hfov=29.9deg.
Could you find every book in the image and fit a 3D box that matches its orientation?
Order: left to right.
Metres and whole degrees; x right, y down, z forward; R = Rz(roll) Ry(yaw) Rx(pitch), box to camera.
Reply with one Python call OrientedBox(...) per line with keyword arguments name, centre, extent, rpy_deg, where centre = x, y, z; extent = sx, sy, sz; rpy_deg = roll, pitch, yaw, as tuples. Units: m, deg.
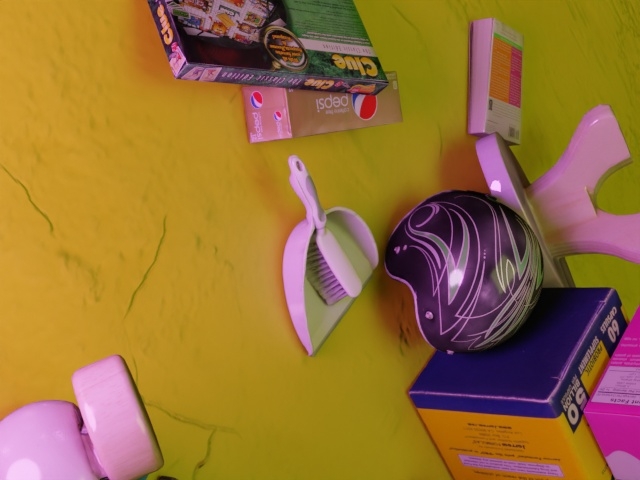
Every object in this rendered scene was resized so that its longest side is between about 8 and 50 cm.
OrientedBox(name="book", centre=(0.226, -0.199, 1.517), extent=(0.096, 0.035, 0.144), rpy_deg=(10, 81, -51))

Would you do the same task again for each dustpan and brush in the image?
OrientedBox(name="dustpan and brush", centre=(0.000, 0.000, 1.232), extent=(0.147, 0.060, 0.211), rpy_deg=(-52, 124, -36))

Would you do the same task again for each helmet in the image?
OrientedBox(name="helmet", centre=(0.167, 0.038, 1.334), extent=(0.169, 0.161, 0.169), rpy_deg=(-17, 132, -20))

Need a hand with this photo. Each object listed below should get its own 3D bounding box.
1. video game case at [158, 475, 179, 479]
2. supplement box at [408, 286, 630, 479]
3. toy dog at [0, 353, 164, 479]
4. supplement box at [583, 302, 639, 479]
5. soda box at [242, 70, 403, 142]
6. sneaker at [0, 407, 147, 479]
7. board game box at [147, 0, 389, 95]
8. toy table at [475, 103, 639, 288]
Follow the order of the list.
OrientedBox(name="video game case", centre=(-0.128, 0.382, 1.098), extent=(0.196, 0.026, 0.274), rpy_deg=(42, 59, -38))
OrientedBox(name="supplement box", centre=(0.293, 0.250, 1.446), extent=(0.194, 0.195, 0.356), rpy_deg=(-51, 124, -36))
OrientedBox(name="toy dog", centre=(-0.156, 0.236, 0.829), extent=(0.220, 0.161, 0.333), rpy_deg=(-2, 97, -7))
OrientedBox(name="supplement box", centre=(0.397, 0.156, 1.339), extent=(0.220, 0.114, 0.111), rpy_deg=(-51, 125, -35))
OrientedBox(name="soda box", centre=(0.005, -0.140, 1.244), extent=(0.181, 0.061, 0.058), rpy_deg=(-15, 99, -47))
OrientedBox(name="sneaker", centre=(-0.211, 0.300, 0.924), extent=(0.125, 0.140, 0.340), rpy_deg=(10, 81, -49))
OrientedBox(name="board game box", centre=(-0.052, -0.209, 1.159), extent=(0.260, 0.030, 0.136), rpy_deg=(-1, 61, -44))
OrientedBox(name="toy table", centre=(0.316, -0.041, 1.462), extent=(0.274, 0.161, 0.252), rpy_deg=(50, 23, -47))
